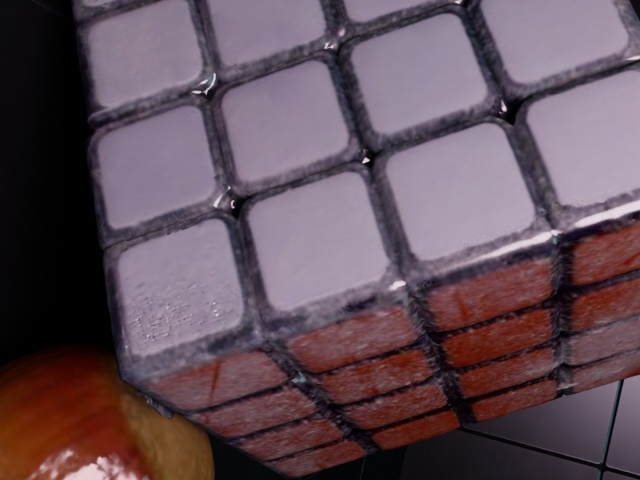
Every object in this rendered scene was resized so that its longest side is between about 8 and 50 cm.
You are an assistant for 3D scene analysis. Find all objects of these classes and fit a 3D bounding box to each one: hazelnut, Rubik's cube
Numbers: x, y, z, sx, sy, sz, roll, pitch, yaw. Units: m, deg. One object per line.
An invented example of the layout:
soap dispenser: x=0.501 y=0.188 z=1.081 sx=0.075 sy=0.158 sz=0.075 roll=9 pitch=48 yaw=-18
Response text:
hazelnut: x=-0.167 y=0.174 z=0.611 sx=0.210 sy=0.186 sz=0.210 roll=-169 pitch=-90 yaw=-89
Rubik's cube: x=0.046 y=-0.053 z=0.680 sx=0.344 sy=0.343 sz=0.337 roll=63 pitch=11 yaw=-64
